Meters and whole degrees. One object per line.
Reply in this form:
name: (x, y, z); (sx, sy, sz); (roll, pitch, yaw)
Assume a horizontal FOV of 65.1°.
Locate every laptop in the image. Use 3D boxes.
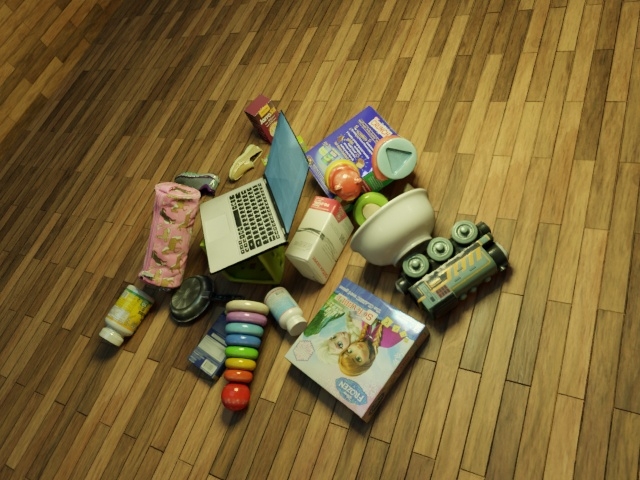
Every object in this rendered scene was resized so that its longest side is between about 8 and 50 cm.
laptop: (-0.231, -0.163, 1.597); (0.407, 0.236, 0.382); (-23, 41, -1)

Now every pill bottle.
pill bottle: (-0.722, 0.281, 1.861); (0.117, 0.118, 0.209); (18, 68, 32)
pill bottle: (-0.112, 0.233, 1.636); (0.087, 0.087, 0.160); (-39, 52, -4)

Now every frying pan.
frying pan: (-0.434, 0.221, 1.797); (0.326, 0.053, 0.197); (20, 68, 43)

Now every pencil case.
pencil case: (-0.540, -0.018, 1.791); (0.167, 0.159, 0.387); (-109, 35, -70)

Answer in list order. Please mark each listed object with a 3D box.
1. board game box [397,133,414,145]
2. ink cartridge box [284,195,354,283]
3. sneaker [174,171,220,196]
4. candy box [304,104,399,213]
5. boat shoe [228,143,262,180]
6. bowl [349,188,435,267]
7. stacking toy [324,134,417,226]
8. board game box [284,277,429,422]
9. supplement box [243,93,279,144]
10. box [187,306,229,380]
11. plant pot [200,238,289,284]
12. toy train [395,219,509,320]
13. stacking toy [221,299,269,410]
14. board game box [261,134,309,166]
board game box: (0.231, -0.316, 1.866); (0.193, 0.045, 0.146); (-43, 52, -6)
ink cartridge box: (0.000, 0.000, 1.683); (0.100, 0.172, 0.237); (15, 67, 32)
sneaker: (-0.538, -0.232, 2.138); (0.223, 0.083, 0.098); (-1, 64, 23)
candy box: (0.130, -0.288, 1.789); (0.317, 0.122, 0.268); (-36, 52, 6)
boat shoe: (-0.311, -0.324, 2.107); (0.072, 0.068, 0.190); (24, 71, 22)
bowl: (0.246, -0.011, 1.533); (0.297, 0.298, 0.134); (-34, 70, 0)
stacking toy: (0.198, -0.172, 1.623); (0.308, 0.280, 0.130); (-30, 20, 3)
board game box: (0.104, 0.313, 1.500); (0.318, 0.066, 0.318); (28, 74, 35)
supplement box: (-0.225, -0.502, 2.101); (0.104, 0.188, 0.080); (-47, 53, -10)
box: (-0.333, 0.343, 1.696); (0.136, 0.036, 0.225); (24, 70, 34)
plant pot: (-0.247, 0.006, 1.767); (0.228, 0.227, 0.207); (0, 53, 25)
toy train: (0.390, 0.085, 1.486); (0.333, 0.142, 0.190); (-34, 64, -2)
stacking toy: (-0.247, 0.362, 1.576); (0.141, 0.141, 0.331); (-4, 69, 22)
board game box: (-0.135, -0.334, 2.013); (0.181, 0.092, 0.043); (-31, 53, 3)
